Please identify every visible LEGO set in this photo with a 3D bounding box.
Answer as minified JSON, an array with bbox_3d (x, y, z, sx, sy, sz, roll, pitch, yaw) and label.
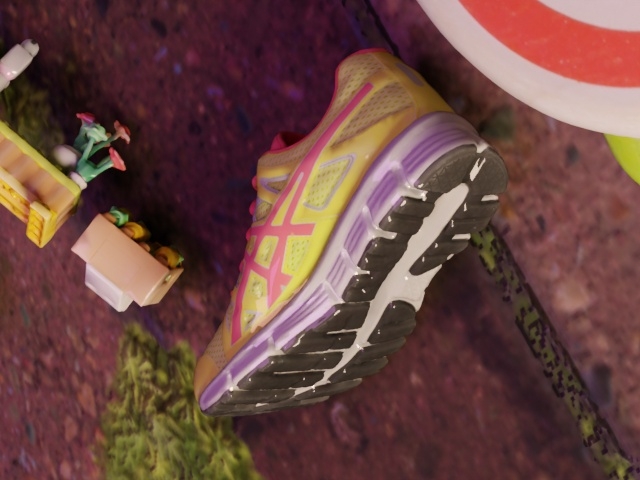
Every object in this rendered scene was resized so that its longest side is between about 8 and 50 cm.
[{"bbox_3d":[-0.171,-0.075,0.972,0.287,0.107,0.132,24,153,36],"label":"LEGO set"}]

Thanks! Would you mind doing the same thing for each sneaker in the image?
[{"bbox_3d":[0.000,0.000,0.806,0.208,0.081,0.094,-51,57,35],"label":"sneaker"}]

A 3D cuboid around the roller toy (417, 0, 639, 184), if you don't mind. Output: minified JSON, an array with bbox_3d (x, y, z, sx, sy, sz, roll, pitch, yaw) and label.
[{"bbox_3d":[0.125,-0.138,0.570,0.191,0.146,0.209,43,128,17],"label":"roller toy"}]
